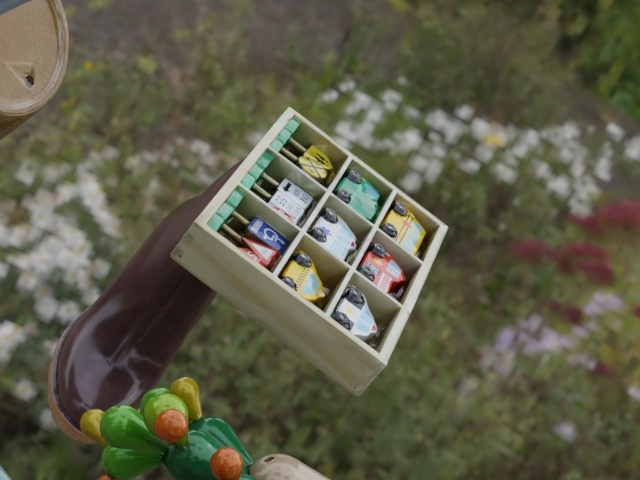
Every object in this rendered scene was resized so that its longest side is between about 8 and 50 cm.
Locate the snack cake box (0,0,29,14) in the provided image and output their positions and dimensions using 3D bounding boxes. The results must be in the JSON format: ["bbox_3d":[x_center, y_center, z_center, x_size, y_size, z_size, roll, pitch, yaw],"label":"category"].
[{"bbox_3d":[-0.137,-0.213,0.607,0.264,0.152,0.089,59,43,-15],"label":"snack cake box"}]

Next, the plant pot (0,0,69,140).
[{"bbox_3d":[-0.313,-0.136,1.313,0.254,0.237,0.237,-6,-3,39],"label":"plant pot"}]

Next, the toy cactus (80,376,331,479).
[{"bbox_3d":[-0.067,0.163,1.203,0.180,0.112,0.219,23,-2,-18],"label":"toy cactus"}]

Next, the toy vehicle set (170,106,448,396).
[{"bbox_3d":[0.000,0.000,1.362,0.166,0.035,0.267,36,26,-3],"label":"toy vehicle set"}]

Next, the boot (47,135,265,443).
[{"bbox_3d":[-0.124,0.036,1.488,0.090,0.207,0.248,36,42,-8],"label":"boot"}]

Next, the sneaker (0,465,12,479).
[{"bbox_3d":[-0.213,0.175,0.825,0.098,0.223,0.083,55,13,21],"label":"sneaker"}]
